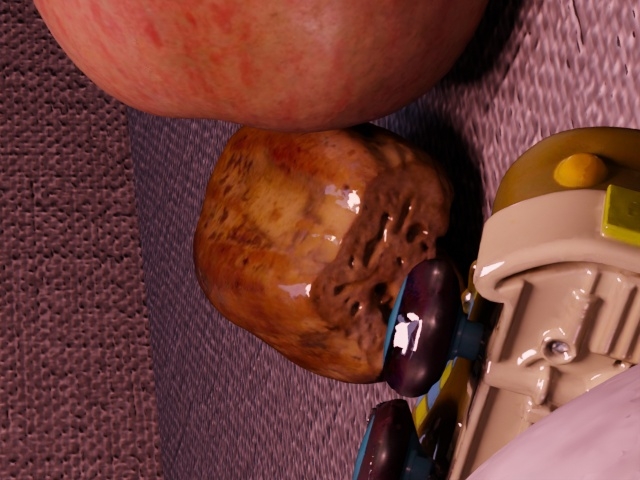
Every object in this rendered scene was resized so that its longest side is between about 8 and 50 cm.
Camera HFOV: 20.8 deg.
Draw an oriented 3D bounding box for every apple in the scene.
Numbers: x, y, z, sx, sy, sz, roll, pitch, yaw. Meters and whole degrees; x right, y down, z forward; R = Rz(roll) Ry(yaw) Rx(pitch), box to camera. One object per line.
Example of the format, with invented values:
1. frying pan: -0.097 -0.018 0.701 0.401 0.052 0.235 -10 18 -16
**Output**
1. apple: -0.035 -0.196 1.129 0.345 0.344 0.269 -140 29 -71

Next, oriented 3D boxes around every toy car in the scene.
1. toy car: 0.133 0.053 0.802 0.198 0.204 0.248 -72 -4 -53

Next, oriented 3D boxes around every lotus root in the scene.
1. lotus root: 0.009 0.001 1.246 0.291 0.193 0.193 -149 59 -68

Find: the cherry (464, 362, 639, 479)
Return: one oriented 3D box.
1. cherry: 0.141 0.157 0.418 0.335 0.326 0.291 -121 42 -63
